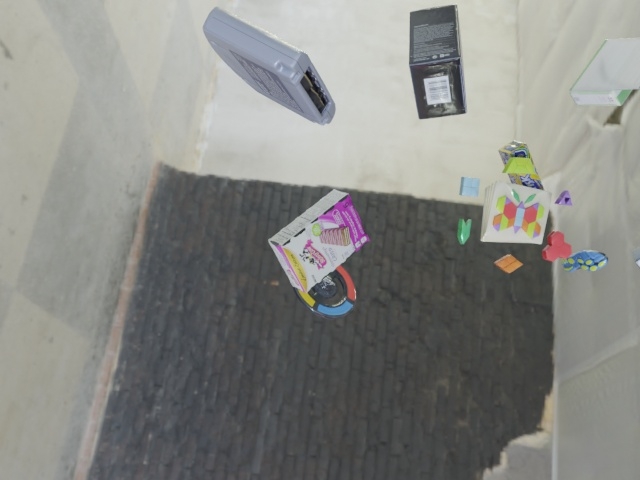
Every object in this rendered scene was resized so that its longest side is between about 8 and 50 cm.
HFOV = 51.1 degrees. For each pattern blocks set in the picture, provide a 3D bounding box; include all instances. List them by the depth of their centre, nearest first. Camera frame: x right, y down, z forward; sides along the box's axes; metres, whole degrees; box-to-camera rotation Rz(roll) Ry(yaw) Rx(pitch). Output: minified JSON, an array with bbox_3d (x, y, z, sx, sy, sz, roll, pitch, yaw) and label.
[{"bbox_3d":[0.485,-0.062,1.654,0.026,0.325,0.285,-160,-115,-70],"label":"pattern blocks set"}]

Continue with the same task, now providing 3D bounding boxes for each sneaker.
[{"bbox_3d":[0.796,0.053,2.006,0.067,0.078,0.188,63,-12,1],"label":"sneaker"}]

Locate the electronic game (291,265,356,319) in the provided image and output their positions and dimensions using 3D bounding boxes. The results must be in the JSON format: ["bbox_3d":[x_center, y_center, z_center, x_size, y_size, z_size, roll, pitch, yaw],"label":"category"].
[{"bbox_3d":[0.011,0.139,2.061,0.048,0.229,0.229,-49,-156,43],"label":"electronic game"}]

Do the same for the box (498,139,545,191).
[{"bbox_3d":[0.520,-0.169,1.718,0.168,0.054,0.059,60,-6,-23],"label":"box"}]

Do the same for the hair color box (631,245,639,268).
[{"bbox_3d":[0.950,0.128,1.650,0.174,0.347,0.105,-37,-179,24],"label":"hair color box"}]

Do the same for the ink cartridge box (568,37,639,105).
[{"bbox_3d":[0.688,-0.371,1.461,0.171,0.056,0.235,-52,-148,-12],"label":"ink cartridge box"}]

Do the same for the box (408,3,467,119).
[{"bbox_3d":[0.257,-0.392,1.465,0.153,0.108,0.207,68,22,-48],"label":"box"}]

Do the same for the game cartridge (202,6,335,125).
[{"bbox_3d":[-0.087,-0.297,1.161,0.060,0.196,0.294,-63,167,-1],"label":"game cartridge"}]

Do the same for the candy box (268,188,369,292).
[{"bbox_3d":[0.000,0.000,1.718,0.071,0.233,0.159,23,-34,53],"label":"candy box"}]
